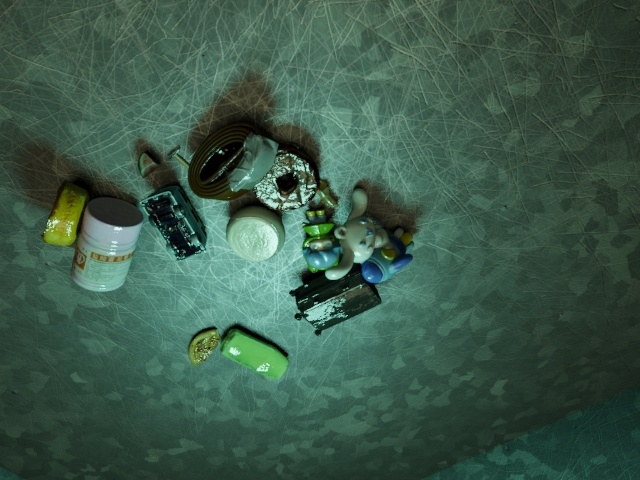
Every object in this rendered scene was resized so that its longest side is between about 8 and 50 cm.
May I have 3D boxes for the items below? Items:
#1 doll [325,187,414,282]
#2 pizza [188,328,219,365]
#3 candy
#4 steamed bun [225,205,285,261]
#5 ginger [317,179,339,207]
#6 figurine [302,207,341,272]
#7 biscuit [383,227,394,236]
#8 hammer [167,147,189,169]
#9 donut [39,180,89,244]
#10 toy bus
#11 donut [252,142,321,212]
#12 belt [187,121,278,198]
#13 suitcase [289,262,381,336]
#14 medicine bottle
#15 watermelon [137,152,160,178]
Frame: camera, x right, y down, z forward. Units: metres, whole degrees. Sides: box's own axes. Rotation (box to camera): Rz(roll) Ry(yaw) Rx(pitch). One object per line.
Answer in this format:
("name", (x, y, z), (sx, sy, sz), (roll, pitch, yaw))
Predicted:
("doll", (0.214, 0.029, 1.586), (0.366, 0.187, 0.375), (28, 83, -22))
("pizza", (-0.557, 0.508, 1.947), (0.127, 0.058, 0.246), (38, 113, -23))
("candy", (-0.311, 0.541, 1.953), (0.344, 0.132, 0.142), (36, 69, -23))
("steamed bun", (-0.249, -0.036, 1.609), (0.232, 0.145, 0.231), (1, 120, 2))
("ginger", (0.020, -0.178, 1.609), (0.058, 0.044, 0.137), (-37, 119, -4))
("figurine", (0.000, 0.000, 1.661), (0.163, 0.143, 0.262), (-10, 103, -7))
("biscuit", (0.293, -0.022, 1.730), (0.089, 0.016, 0.046), (29, 115, -18))
("hammer", (-0.475, -0.262, 1.541), (0.062, 0.013, 0.199), (-38, 115, 17))
("donut", (-0.919, -0.093, 1.475), (0.119, 0.253, 0.253), (18, 117, -21))
("toy bus", (-0.542, -0.078, 1.553), (0.133, 0.164, 0.271), (-19, 119, 6))
("donut", (-0.131, -0.235, 1.531), (0.270, 0.103, 0.269), (-1, 122, -2))
("belt", (-0.307, -0.269, 1.425), (0.339, 0.122, 0.217), (-33, 78, 22))
("suitcase", (0.070, 0.248, 1.756), (0.335, 0.152, 0.229), (-27, 141, 11))
("medicine bottle", (-0.816, 0.018, 1.568), (0.202, 0.202, 0.315), (21, 117, -15))
("watermelon", (-0.625, -0.268, 1.484), (0.072, 0.084, 0.092), (9, 99, 1))
